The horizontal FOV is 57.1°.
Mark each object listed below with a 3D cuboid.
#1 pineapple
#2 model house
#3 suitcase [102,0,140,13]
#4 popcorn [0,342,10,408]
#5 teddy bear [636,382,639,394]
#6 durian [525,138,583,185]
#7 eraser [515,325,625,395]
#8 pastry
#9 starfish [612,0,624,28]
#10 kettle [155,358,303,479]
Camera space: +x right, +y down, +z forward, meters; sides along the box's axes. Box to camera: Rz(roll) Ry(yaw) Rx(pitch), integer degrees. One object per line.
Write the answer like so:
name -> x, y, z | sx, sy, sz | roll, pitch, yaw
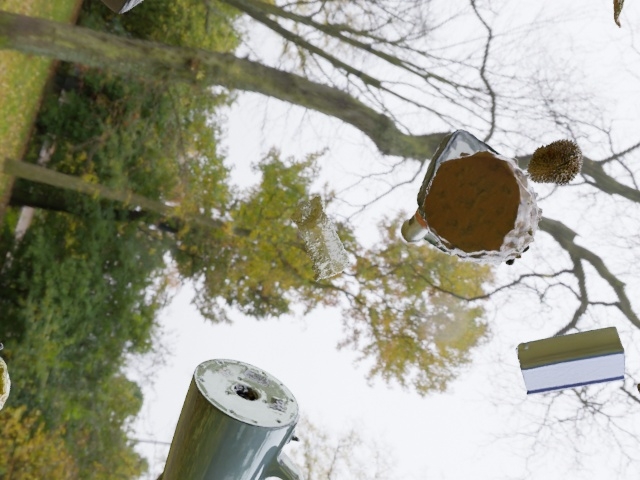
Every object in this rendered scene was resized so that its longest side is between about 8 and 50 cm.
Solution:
pineapple -> 0.247, -0.026, 0.859 | 0.157, 0.278, 0.158 | -5, -103, 24
model house -> 0.300, -0.084, 1.479 | 0.271, 0.190, 0.301 | -63, -174, -28
suitcase -> -0.469, -0.695, 1.241 | 0.339, 0.345, 0.188 | -26, -152, 50
popcorn -> -0.527, 0.194, 0.836 | 0.152, 0.167, 0.148 | -41, -173, -31
teddy bear -> 0.748, 0.322, 1.247 | 0.078, 0.160, 0.119 | -7, -133, 53
durian -> 0.709, -0.234, 1.764 | 0.158, 0.137, 0.168 | -55, -160, -12
eraser -> 0.217, 0.106, 0.511 | 0.084, 0.063, 0.027 | -15, -129, 16
pastry -> 0.005, -0.002, 1.634 | 0.121, 0.258, 0.089 | -33, -138, -17
starfish -> 0.489, -0.452, 0.864 | 0.231, 0.048, 0.295 | -118, -161, -54
kettle -> -0.125, 0.327, 0.853 | 0.160, 0.210, 0.243 | -56, 169, -77
